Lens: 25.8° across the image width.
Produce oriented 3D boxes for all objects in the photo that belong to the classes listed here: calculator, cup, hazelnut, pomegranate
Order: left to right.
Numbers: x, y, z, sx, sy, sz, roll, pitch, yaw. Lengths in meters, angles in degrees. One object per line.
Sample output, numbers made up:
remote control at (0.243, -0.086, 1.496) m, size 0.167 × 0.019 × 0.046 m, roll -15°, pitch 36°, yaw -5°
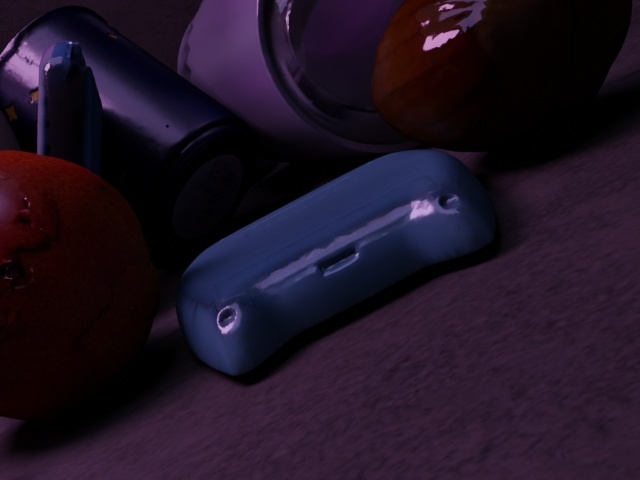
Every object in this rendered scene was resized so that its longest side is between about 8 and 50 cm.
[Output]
pomegranate at (-0.222, 0.036, 1.081) m, size 0.210 × 0.210 × 0.235 m, roll -23°, pitch -15°, yaw 21°
calculator at (-0.234, -0.041, 1.303) m, size 0.051 × 0.293 × 0.173 m, roll 0°, pitch -9°, yaw -6°
cup at (-0.192, -0.103, 1.517) m, size 0.178 × 0.256 × 0.255 m, roll -55°, pitch -25°, yaw 1°
cup at (-0.008, -0.209, 1.511) m, size 0.253 × 0.253 × 0.371 m, roll -32°, pitch 12°, yaw -21°
calculator at (0.000, 0.000, 1.100) m, size 0.256 × 0.054 × 0.386 m, roll -28°, pitch 8°, yaw -2°
hazelnut at (0.141, -0.162, 1.148) m, size 0.212 × 0.181 × 0.181 m, roll -24°, pitch 35°, yaw -31°

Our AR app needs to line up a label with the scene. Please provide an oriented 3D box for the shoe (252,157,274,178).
shoe at (-0.120, -0.143, 1.755) m, size 0.095 × 0.137 × 0.245 m, roll -26°, pitch 11°, yaw 26°

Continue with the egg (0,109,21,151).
egg at (-0.447, -0.020, 1.357) m, size 0.345 × 0.345 × 0.428 m, roll -22°, pitch 42°, yaw 26°
